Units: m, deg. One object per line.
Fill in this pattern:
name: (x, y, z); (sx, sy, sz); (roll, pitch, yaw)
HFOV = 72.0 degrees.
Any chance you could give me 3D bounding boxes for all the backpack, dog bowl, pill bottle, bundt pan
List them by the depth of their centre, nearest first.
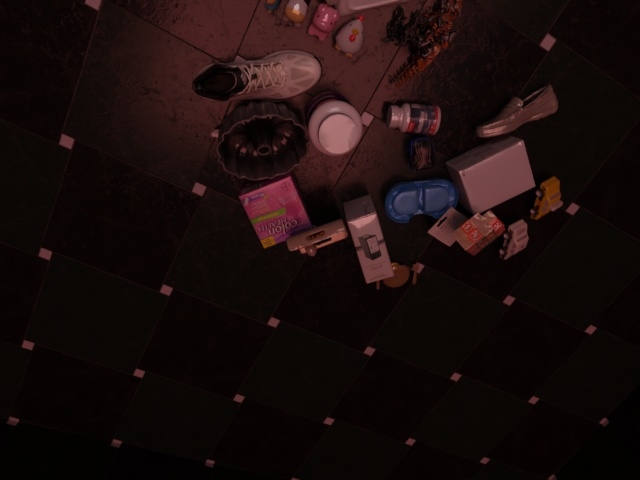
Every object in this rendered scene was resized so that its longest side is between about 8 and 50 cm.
pill bottle: (0.043, -0.399, 1.512); (0.181, 0.323, 0.182); (-2, 116, -4)
bundt pan: (-0.207, -0.362, 1.555); (0.330, 0.124, 0.331); (-11, 150, -6)
pill bottle: (0.342, -0.451, 1.632); (0.180, 0.108, 0.108); (3, 115, -6)
backpack: (0.382, -0.337, 1.693); (0.098, 0.101, 0.120); (-11, 112, -1)
dog bowl: (0.403, -0.170, 1.791); (0.297, 0.074, 0.166); (-8, 116, 0)

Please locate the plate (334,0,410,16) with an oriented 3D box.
plate: (0.174, -0.838, 1.379); (0.278, 0.045, 0.277); (-12, 154, 1)

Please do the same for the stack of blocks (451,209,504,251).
stack of blocks: (0.638, -0.034, 1.762); (0.171, 0.297, 0.087); (-42, 70, 16)

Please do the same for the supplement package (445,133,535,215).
supplement package: (0.661, -0.258, 1.722); (0.261, 0.145, 0.204); (-26, 115, 5)

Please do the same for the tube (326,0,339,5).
tube: (-0.011, -0.851, 1.368); (0.070, 0.062, 0.240); (-34, 85, 25)

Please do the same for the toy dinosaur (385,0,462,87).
toy dinosaur: (0.354, -0.686, 1.505); (0.218, 0.164, 0.322); (18, 92, -30)

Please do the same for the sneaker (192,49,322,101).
sneaker: (-0.207, -0.524, 1.468); (0.447, 0.257, 0.169); (-9, 116, -1)

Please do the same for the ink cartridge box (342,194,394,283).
ink cartridge box: (0.190, -0.010, 1.775); (0.121, 0.211, 0.289); (-17, 115, 5)

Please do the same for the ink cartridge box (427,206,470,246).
ink cartridge box: (0.533, -0.063, 1.837); (0.179, 0.045, 0.145); (26, 113, -37)

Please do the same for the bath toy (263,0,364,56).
bath toy: (-0.004, -0.732, 1.439); (0.348, 0.151, 0.129); (21, 134, -17)

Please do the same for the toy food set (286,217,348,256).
toy food set: (0.000, 0.000, 1.730); (0.219, 0.306, 0.092); (-20, 86, 4)

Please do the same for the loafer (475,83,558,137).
loafer: (0.727, -0.481, 1.653); (0.319, 0.112, 0.111); (-24, 110, -1)

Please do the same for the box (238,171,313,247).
box: (-0.172, -0.127, 1.741); (0.213, 0.117, 0.243); (-20, 116, 5)

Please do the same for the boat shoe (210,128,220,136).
boat shoe: (-0.312, -0.416, 1.621); (0.184, 0.066, 0.063); (-6, 109, -1)

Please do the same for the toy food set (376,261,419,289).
toy food set: (0.337, 0.152, 1.965); (0.192, 0.038, 0.132); (-6, 123, -7)

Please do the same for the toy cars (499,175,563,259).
toy cars: (0.882, -0.074, 1.828); (0.176, 0.087, 0.394); (14, 114, -44)
